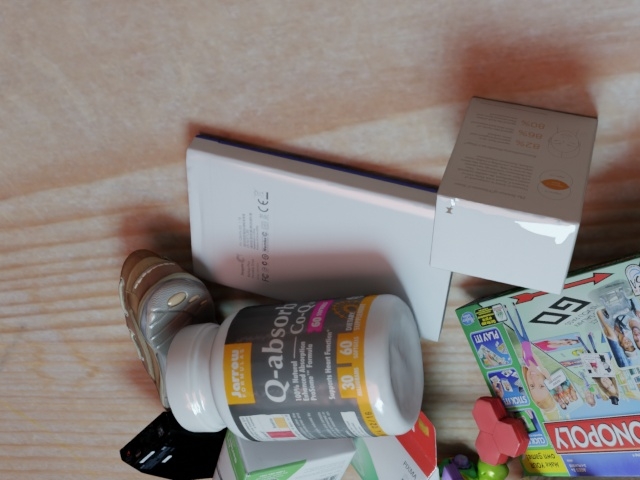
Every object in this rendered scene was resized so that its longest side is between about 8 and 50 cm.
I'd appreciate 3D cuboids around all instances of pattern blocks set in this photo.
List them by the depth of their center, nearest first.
[{"bbox_3d":[0.239,0.369,1.106,0.325,0.026,0.285,50,138,38],"label":"pattern blocks set"}]

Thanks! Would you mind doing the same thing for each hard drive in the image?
[{"bbox_3d":[0.000,0.000,1.158,0.318,0.040,0.210,14,134,11],"label":"hard drive"}]

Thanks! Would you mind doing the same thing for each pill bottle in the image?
[{"bbox_3d":[-0.030,0.154,1.153,0.278,0.162,0.162,-7,127,21],"label":"pill bottle"}]

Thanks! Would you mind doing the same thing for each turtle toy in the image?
[{"bbox_3d":[0.199,0.329,1.350,0.130,0.066,0.095,-16,139,30],"label":"turtle toy"}]

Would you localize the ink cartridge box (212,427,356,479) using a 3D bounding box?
[{"bbox_3d":[-0.060,0.326,1.381,0.160,0.093,0.219,-7,144,-22],"label":"ink cartridge box"}]

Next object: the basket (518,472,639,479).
[{"bbox_3d":[0.326,0.390,1.196,0.201,0.289,0.255,26,135,-3],"label":"basket"}]

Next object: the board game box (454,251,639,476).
[{"bbox_3d":[0.280,0.138,1.015,0.317,0.046,0.214,-28,83,62],"label":"board game box"}]

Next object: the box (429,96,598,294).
[{"bbox_3d":[0.187,-0.047,0.946,0.130,0.170,0.091,13,133,13],"label":"box"}]

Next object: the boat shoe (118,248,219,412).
[{"bbox_3d":[-0.196,0.123,1.317,0.116,0.123,0.324,45,153,29],"label":"boat shoe"}]

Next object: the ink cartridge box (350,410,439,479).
[{"bbox_3d":[0.088,0.267,1.280,0.181,0.056,0.225,48,157,45],"label":"ink cartridge box"}]

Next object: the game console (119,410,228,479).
[{"bbox_3d":[-0.099,0.237,1.361,0.213,0.044,0.361,18,131,-43],"label":"game console"}]
